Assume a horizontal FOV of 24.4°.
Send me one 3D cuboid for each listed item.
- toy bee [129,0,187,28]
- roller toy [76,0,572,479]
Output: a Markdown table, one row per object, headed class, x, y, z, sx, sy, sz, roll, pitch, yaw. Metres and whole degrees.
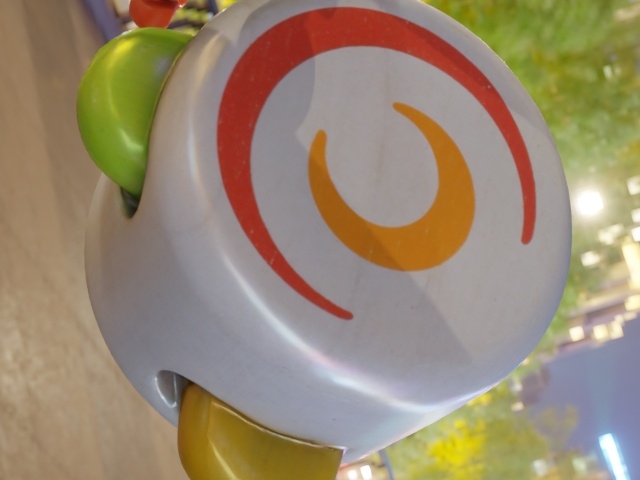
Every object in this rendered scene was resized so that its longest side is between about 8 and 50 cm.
| class | x | y | z | sx | sy | sz | roll | pitch | yaw |
| --- | --- | --- | --- | --- | --- | --- | --- | --- | --- |
| toy bee | -0.032 | -0.170 | 0.635 | 0.195 | 0.298 | 0.162 | -37 | 138 | -43 |
| roller toy | 0.000 | 0.000 | 0.650 | 0.209 | 0.191 | 0.146 | 64 | -31 | 10 |
